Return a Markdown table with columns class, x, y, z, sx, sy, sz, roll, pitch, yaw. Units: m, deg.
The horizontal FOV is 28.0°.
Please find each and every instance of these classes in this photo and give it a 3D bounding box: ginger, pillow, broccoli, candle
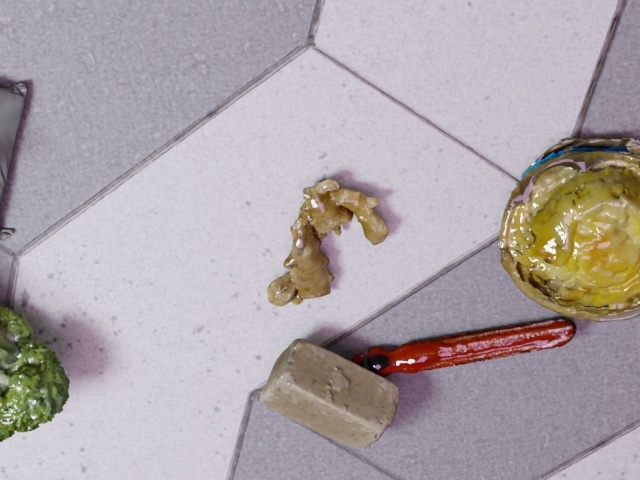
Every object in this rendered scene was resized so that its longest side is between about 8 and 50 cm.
| class | x | y | z | sx | sy | sz | roll | pitch | yaw |
| --- | --- | --- | --- | --- | --- | --- | --- | --- | --- |
| ginger | 0.000 | 0.000 | 1.784 | 0.193 | 0.052 | 0.176 | -18 | 113 | 2 |
| pillow | -0.496 | -0.108 | 1.754 | 0.169 | 0.059 | 0.255 | 15 | 115 | -1 |
| broccoli | -0.509 | 0.149 | 1.816 | 0.302 | 0.186 | 0.254 | 51 | 147 | -18 |
| candle | 0.205 | 0.156 | 1.842 | 0.329 | 0.051 | 0.048 | -11 | 116 | 8 |

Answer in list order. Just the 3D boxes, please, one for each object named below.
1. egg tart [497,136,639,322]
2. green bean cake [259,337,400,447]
| class | x | y | z | sx | sy | sz | roll | pitch | yaw |
| --- | --- | --- | --- | --- | --- | --- | --- | --- | --- |
| egg tart | 0.381 | -0.003 | 1.731 | 0.291 | 0.107 | 0.291 | 1 | 115 | 2 |
| green bean cake | 0.014 | 0.223 | 1.843 | 0.179 | 0.085 | 0.109 | 28 | 147 | -10 |
